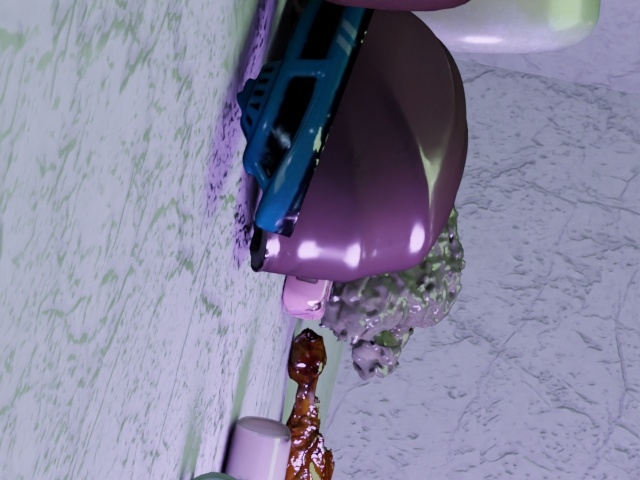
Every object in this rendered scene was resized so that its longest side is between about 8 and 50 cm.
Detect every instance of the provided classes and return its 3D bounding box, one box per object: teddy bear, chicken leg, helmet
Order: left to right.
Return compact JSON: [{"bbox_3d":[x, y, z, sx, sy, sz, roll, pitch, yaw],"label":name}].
[{"bbox_3d":[-0.026,0.268,2.394,0.113,0.093,0.304,-108,-163,-62],"label":"chicken leg"},{"bbox_3d":[0.064,0.041,2.310,0.367,0.225,0.357,133,-36,-57],"label":"teddy bear"},{"bbox_3d":[0.047,-0.106,1.542,0.338,0.197,0.271,-73,171,-45],"label":"helmet"}]

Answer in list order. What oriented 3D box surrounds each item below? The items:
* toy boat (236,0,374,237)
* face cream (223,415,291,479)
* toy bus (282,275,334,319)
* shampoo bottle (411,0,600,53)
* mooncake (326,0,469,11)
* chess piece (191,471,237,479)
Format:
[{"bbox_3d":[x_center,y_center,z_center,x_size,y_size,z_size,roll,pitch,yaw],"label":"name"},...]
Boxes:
[{"bbox_3d":[-0.018,-0.141,1.316,0.134,0.092,0.298,118,-6,-55],"label":"toy boat"},{"bbox_3d":[-0.088,0.333,1.767,0.107,0.073,0.269,-130,-129,-85],"label":"face cream"},{"bbox_3d":[0.000,0.000,2.068,0.090,0.063,0.203,82,22,-76],"label":"toy bus"},{"bbox_3d":[0.185,-0.374,1.761,0.322,0.323,0.317,-65,156,-71],"label":"shampoo bottle"},{"bbox_3d":[0.058,-0.336,1.188,0.334,0.174,0.325,-34,133,-79],"label":"mooncake"},{"bbox_3d":[-0.099,0.242,1.470,0.103,0.067,0.067,-166,-92,-85],"label":"chess piece"}]
